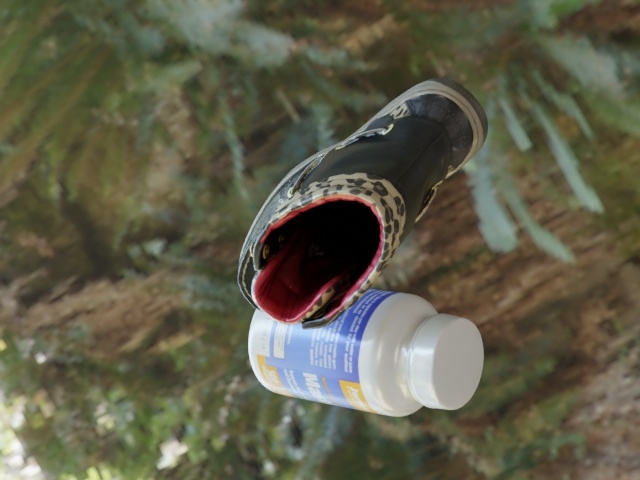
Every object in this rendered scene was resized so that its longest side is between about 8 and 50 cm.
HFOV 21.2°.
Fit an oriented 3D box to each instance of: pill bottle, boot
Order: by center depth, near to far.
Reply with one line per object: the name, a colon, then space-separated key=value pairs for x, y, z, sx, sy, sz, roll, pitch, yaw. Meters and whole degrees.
boot: x=0.000 y=0.000 z=1.827 sx=0.138 sy=0.377 sz=0.284 roll=49 pitch=-147 yaw=-6
pill bottle: x=0.058 y=0.134 z=2.105 sx=0.152 sy=0.272 sz=0.152 roll=-11 pitch=-75 yaw=-50
